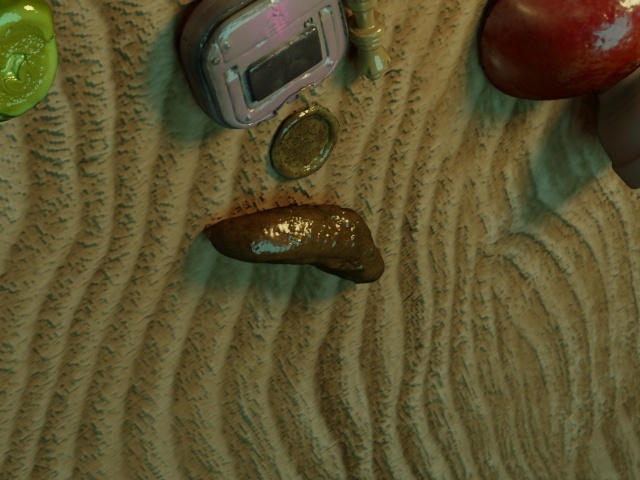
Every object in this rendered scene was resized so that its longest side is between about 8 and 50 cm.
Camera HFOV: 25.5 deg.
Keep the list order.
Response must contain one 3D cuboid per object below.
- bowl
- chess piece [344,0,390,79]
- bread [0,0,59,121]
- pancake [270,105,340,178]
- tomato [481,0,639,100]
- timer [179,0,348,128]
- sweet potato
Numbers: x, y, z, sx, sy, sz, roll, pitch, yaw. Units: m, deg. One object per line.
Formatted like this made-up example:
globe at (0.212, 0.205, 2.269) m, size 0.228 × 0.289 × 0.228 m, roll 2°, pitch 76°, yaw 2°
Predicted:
bowl at (0.523, -0.225, 2.129) m, size 0.287 × 0.144 × 0.287 m, roll -45°, pitch -176°, yaw 4°
chess piece at (0.057, -0.268, 1.763) m, size 0.060 × 0.060 × 0.172 m, roll -35°, pitch 143°, yaw -17°
bread at (-0.326, -0.191, 1.436) m, size 0.130 × 0.071 × 0.139 m, roll -40°, pitch 140°, yaw -15°
pancake at (-0.019, -0.128, 1.844) m, size 0.115 × 0.011 × 0.115 m, roll -28°, pitch 139°, yaw -27°
tomato at (0.382, -0.301, 1.957) m, size 0.309 × 0.170 × 0.309 m, roll -27°, pitch 137°, yaw -28°
timer at (-0.061, -0.234, 1.665) m, size 0.208 × 0.069 × 0.190 m, roll -38°, pitch 144°, yaw -15°
sweet potato at (0.001, -0.002, 1.913) m, size 0.114 × 0.092 × 0.341 m, roll -38°, pitch 149°, yaw 29°
